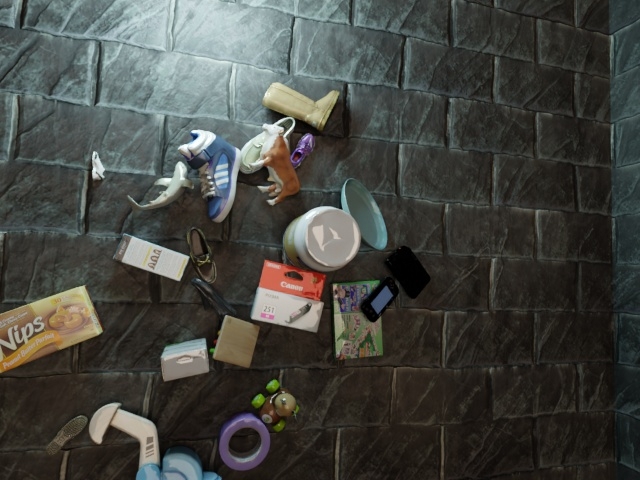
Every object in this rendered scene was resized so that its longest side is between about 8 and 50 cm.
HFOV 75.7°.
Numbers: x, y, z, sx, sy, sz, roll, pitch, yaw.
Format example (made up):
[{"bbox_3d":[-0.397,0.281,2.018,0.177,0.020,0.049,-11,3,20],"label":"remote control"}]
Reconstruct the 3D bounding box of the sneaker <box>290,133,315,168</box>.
[{"bbox_3d":[-0.073,-0.371,1.710,0.068,0.071,0.170,33,78,-11],"label":"sneaker"}]

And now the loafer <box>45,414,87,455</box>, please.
[{"bbox_3d":[-0.880,0.670,1.428,0.148,0.050,0.056,-44,102,-30],"label":"loafer"}]

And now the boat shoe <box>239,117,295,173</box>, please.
[{"bbox_3d":[-0.220,-0.393,1.657,0.109,0.094,0.302,42,77,-9],"label":"boat shoe"}]

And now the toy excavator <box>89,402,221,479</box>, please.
[{"bbox_3d":[-0.571,0.790,1.449,0.433,0.222,0.445,-1,73,-15],"label":"toy excavator"}]

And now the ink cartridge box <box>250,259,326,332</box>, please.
[{"bbox_3d":[-0.120,0.225,1.665,0.275,0.060,0.239,15,84,-14],"label":"ink cartridge box"}]

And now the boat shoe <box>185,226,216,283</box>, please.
[{"bbox_3d":[-0.458,0.058,1.574,0.081,0.069,0.227,-20,92,-16],"label":"boat shoe"}]

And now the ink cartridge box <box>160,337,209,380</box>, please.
[{"bbox_3d":[-0.480,0.420,1.472,0.153,0.208,0.087,-8,89,-16],"label":"ink cartridge box"}]

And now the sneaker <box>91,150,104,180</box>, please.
[{"bbox_3d":[-0.818,-0.273,1.515,0.044,0.040,0.109,-3,91,-32],"label":"sneaker"}]

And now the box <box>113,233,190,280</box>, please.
[{"bbox_3d":[-0.622,0.065,1.532,0.244,0.060,0.100,22,81,-13],"label":"box"}]

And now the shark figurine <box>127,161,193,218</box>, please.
[{"bbox_3d":[-0.570,-0.158,1.546,0.166,0.116,0.278,33,67,23],"label":"shark figurine"}]

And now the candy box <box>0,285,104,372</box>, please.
[{"bbox_3d":[-0.945,0.296,1.412,0.316,0.087,0.183,-21,92,-15],"label":"candy box"}]

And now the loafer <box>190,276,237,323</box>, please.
[{"bbox_3d":[-0.416,0.232,1.570,0.078,0.076,0.223,-47,104,-18],"label":"loafer"}]

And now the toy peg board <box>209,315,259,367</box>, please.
[{"bbox_3d":[-0.335,0.385,1.571,0.161,0.079,0.160,31,62,-39],"label":"toy peg board"}]

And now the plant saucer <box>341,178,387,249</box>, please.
[{"bbox_3d":[0.174,-0.102,1.687,0.044,0.317,0.317,-27,95,28],"label":"plant saucer"}]

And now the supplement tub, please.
[{"bbox_3d":[0.000,0.000,1.571,0.241,0.331,0.241,1,86,-15],"label":"supplement tub"}]

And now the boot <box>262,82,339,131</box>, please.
[{"bbox_3d":[-0.073,-0.591,1.712,0.269,0.089,0.236,25,57,-2],"label":"boot"}]

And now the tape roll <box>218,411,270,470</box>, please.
[{"bbox_3d":[-0.291,0.762,1.571,0.189,0.080,0.189,1,85,-16],"label":"tape roll"}]

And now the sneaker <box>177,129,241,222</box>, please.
[{"bbox_3d":[-0.436,-0.249,1.532,0.236,0.130,0.322,22,71,-39],"label":"sneaker"}]

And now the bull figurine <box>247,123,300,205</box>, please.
[{"bbox_3d":[-0.179,-0.291,1.609,0.188,0.101,0.310,-33,125,-12],"label":"bull figurine"}]

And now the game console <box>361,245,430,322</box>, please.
[{"bbox_3d":[0.314,0.206,1.762,0.361,0.044,0.213,-44,105,-23],"label":"game console"}]

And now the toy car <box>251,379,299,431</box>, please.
[{"bbox_3d":[-0.148,0.634,1.556,0.149,0.188,0.155,-42,98,-25],"label":"toy car"}]

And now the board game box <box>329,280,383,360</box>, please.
[{"bbox_3d":[0.152,0.333,1.741,0.213,0.046,0.317,-1,86,-17],"label":"board game box"}]
